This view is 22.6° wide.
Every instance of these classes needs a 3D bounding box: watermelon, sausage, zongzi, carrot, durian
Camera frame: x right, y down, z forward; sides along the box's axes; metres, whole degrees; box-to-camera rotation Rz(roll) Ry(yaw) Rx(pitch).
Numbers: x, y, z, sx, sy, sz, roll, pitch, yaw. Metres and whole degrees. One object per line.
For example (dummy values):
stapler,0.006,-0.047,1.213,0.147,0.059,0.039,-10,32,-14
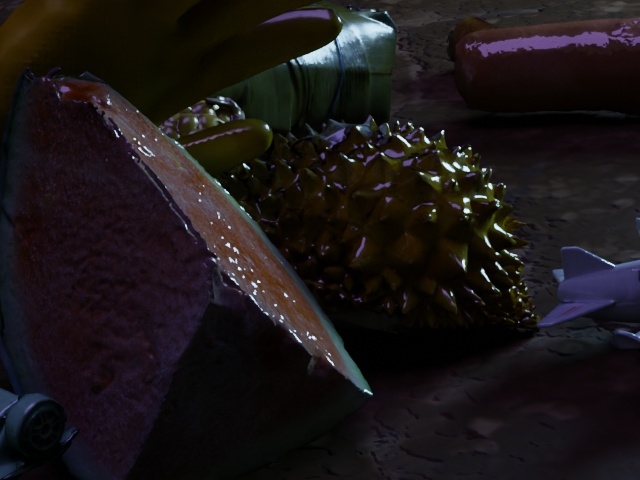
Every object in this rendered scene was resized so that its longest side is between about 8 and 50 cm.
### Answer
watermelon,-0.101,0.037,0.843,0.231,0.146,0.128,51,10,20
sausage,0.266,-0.136,1.260,0.326,0.079,0.087,2,39,20
zongzi,-0.111,-0.139,1.266,0.251,0.125,0.274,11,16,37
carrot,0.161,-0.157,1.383,0.048,0.048,0.139,-16,26,-21
durian,-0.002,-0.007,0.971,0.249,0.138,0.183,-10,31,7

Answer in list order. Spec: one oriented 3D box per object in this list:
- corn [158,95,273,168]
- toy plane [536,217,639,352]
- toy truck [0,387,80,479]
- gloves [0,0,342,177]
corn,-0.177,-0.009,1.049,0.305,0.106,0.106,-22,27,-23
toy plane,0.212,0.028,0.905,0.171,0.065,0.162,2,23,15
toy truck,-0.188,0.134,0.768,0.080,0.078,0.154,14,47,41
gloves,-0.118,-0.092,0.896,0.294,0.133,0.116,-29,58,4
